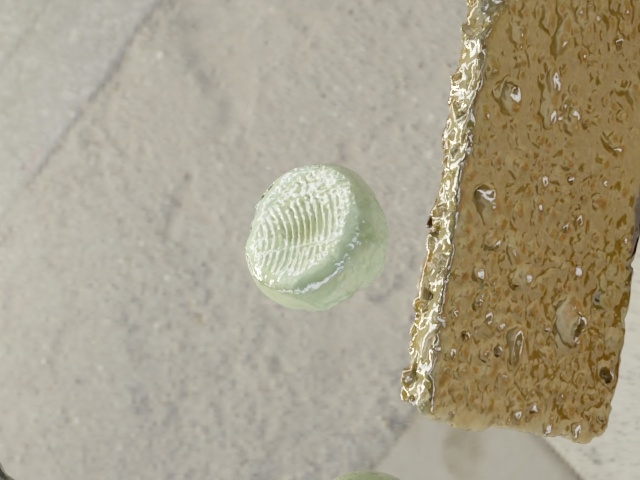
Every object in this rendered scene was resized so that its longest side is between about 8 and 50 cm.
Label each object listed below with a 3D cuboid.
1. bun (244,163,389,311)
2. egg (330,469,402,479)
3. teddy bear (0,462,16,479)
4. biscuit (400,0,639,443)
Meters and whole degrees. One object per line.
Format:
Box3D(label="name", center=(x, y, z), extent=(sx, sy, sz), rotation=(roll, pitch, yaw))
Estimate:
Box3D(label="bun", center=(0.000, 0.000, 1.756), extent=(0.195, 0.118, 0.195), rotation=(-16, 59, 27))
Box3D(label="egg", center=(0.043, 0.406, 1.800), extent=(0.177, 0.177, 0.228), rotation=(30, 70, 31))
Box3D(label="teddy bear", center=(-0.248, 0.251, 1.085), extent=(0.251, 0.171, 0.144), rotation=(31, 90, -5))
Box3D(label="biscuit", center=(0.098, -0.029, 0.603), extent=(0.025, 0.131, 0.230), rotation=(6, 83, 49))
